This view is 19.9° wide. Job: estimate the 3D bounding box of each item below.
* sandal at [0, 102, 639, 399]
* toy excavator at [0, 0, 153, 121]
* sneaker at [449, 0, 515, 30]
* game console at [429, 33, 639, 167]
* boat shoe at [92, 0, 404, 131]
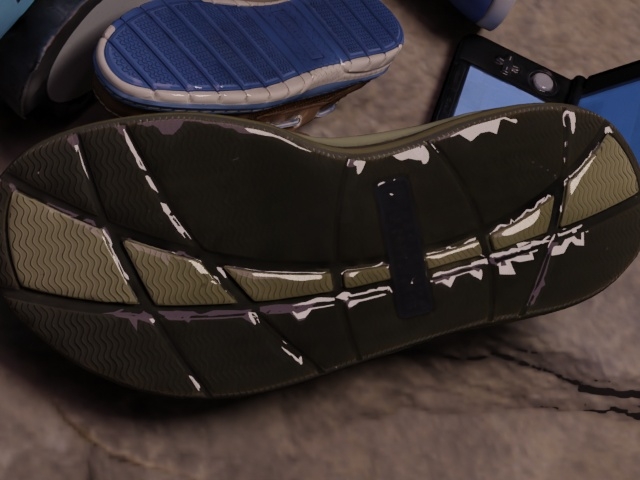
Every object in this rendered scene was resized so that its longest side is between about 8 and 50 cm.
[{"bbox_3d":[0.001,0.001,0.809,0.302,0.086,0.120,-4,93,-23],"label":"sandal"},{"bbox_3d":[-0.217,-0.159,0.673,0.222,0.433,0.445,45,10,11],"label":"toy excavator"},{"bbox_3d":[0.063,-0.275,1.007,0.182,0.127,0.315,25,52,-8],"label":"sneaker"},{"bbox_3d":[0.116,-0.061,0.913,0.107,0.071,0.122,26,50,-5],"label":"game console"},{"bbox_3d":[-0.036,-0.070,0.840,0.183,0.066,0.066,-12,57,-45],"label":"boat shoe"}]
